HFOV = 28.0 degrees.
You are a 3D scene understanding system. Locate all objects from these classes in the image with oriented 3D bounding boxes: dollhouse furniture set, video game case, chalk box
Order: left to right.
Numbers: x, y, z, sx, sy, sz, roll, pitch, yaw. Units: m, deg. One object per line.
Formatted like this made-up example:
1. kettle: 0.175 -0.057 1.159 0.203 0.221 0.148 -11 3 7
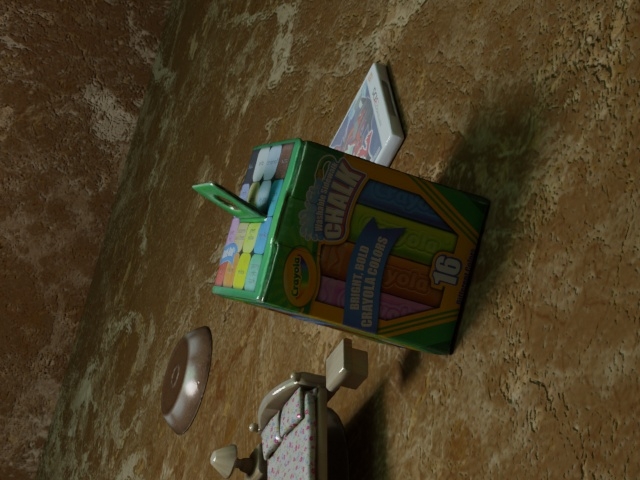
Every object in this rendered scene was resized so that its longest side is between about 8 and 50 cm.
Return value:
1. dollhouse furniture set: -0.095 0.311 1.432 0.355 0.174 0.303 125 153 -43
2. chalk box: 0.000 0.000 1.383 0.180 0.289 0.179 -178 103 -71
3. video game case: 0.050 -0.116 1.754 0.183 0.023 0.201 -99 30 -52

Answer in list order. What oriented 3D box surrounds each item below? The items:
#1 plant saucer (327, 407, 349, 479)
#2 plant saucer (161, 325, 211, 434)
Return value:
1. plant saucer: -0.050 0.356 1.613 0.310 0.050 0.311 -163 90 -71
2. plant saucer: -0.244 0.244 2.276 0.198 0.036 0.199 -164 90 -72
